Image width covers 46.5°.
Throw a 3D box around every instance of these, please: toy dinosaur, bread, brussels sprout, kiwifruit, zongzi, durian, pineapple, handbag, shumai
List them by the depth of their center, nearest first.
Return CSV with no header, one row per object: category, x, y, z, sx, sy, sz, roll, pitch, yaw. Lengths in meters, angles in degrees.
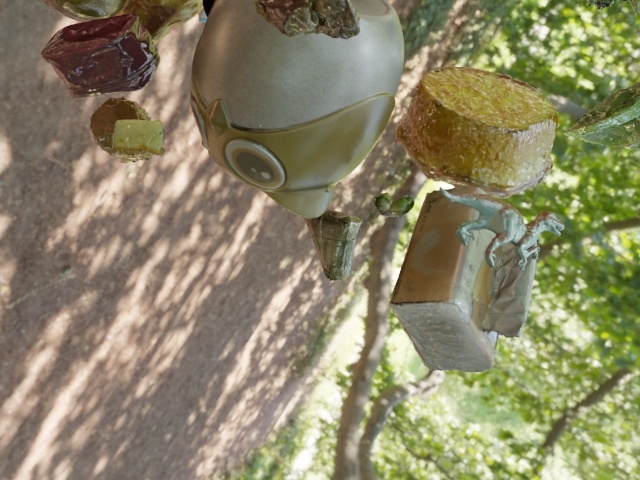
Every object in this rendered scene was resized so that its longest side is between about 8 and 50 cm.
shumai,-0.009,-0.299,0.936,0.105,0.139,0.123,-62,-154,15
toy dinosaur,0.303,-0.040,1.275,0.167,0.242,0.053,-52,-165,-16
bread,-0.354,-0.200,1.487,0.080,0.109,0.084,63,28,-82
brussels sprout,0.145,-0.070,1.491,0.046,0.083,0.051,20,83,-48
handbag,-0.463,-0.390,1.591,0.135,0.225,0.146,66,26,-43
kiwifruit,-0.546,-0.593,1.670,0.196,0.196,0.234,-61,165,10
zongzi,0.000,0.000,1.701,0.078,0.176,0.160,-7,112,-58
bread,0.380,-0.264,1.795,0.398,0.398,0.215,-45,153,-50
bread,-0.414,-0.587,1.841,0.344,0.148,0.195,-19,-120,43
durian,0.760,-0.336,1.850,0.394,0.198,0.163,154,-58,-79
pineapple,-0.502,-0.274,1.955,0.158,0.157,0.279,-58,178,-5

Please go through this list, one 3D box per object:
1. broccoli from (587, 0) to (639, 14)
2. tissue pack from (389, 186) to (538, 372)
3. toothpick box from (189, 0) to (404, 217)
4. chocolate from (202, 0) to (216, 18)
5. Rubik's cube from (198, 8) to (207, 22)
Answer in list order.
broccoli,0.679,-0.609,1.585,0.235,0.260,0.288,-29,164,-18
tissue pack,0.293,0.067,1.414,0.238,0.238,0.306,107,5,-50
toothpick box,-0.060,-0.300,1.482,0.409,0.409,0.425,-41,157,-56
chocolate,-0.187,-0.521,1.621,0.133,0.124,0.127,-35,136,-41
Rubik's cube,-0.289,-0.626,1.975,0.075,0.073,0.084,7,152,-40
